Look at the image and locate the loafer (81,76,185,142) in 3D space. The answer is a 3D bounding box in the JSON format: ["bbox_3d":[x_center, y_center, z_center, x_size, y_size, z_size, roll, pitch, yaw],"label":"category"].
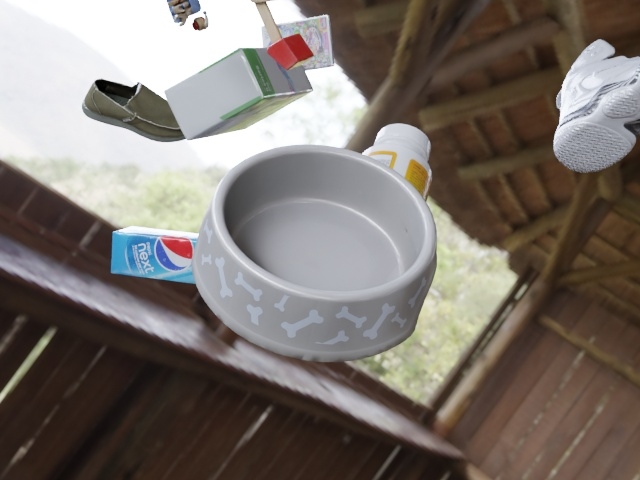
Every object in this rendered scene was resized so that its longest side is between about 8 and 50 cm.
[{"bbox_3d":[-0.374,-0.276,2.129,0.251,0.087,0.094,12,47,-6],"label":"loafer"}]

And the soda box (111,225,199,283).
[{"bbox_3d":[-0.206,0.025,1.543,0.210,0.067,0.071,6,9,14],"label":"soda box"}]

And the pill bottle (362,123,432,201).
[{"bbox_3d":[0.118,-0.082,1.779,0.137,0.245,0.136,13,-34,9],"label":"pill bottle"}]

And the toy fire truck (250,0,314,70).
[{"bbox_3d":[-0.053,-0.345,1.381,0.192,0.135,0.047,54,38,2],"label":"toy fire truck"}]

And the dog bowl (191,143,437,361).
[{"bbox_3d":[0.000,0.000,1.395,0.349,0.349,0.102,36,-42,23],"label":"dog bowl"}]

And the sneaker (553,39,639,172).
[{"bbox_3d":[0.542,-0.278,1.696,0.137,0.366,0.210,40,33,-26],"label":"sneaker"}]

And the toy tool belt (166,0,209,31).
[{"bbox_3d":[-0.190,-0.315,1.373,0.052,0.051,0.083,14,-50,57],"label":"toy tool belt"}]

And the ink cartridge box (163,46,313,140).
[{"bbox_3d":[-0.127,-0.241,1.645,0.093,0.154,0.212,64,23,-2],"label":"ink cartridge box"}]

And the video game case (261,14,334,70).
[{"bbox_3d":[-0.039,-0.329,1.724,0.122,0.087,0.011,-6,0,18],"label":"video game case"}]
